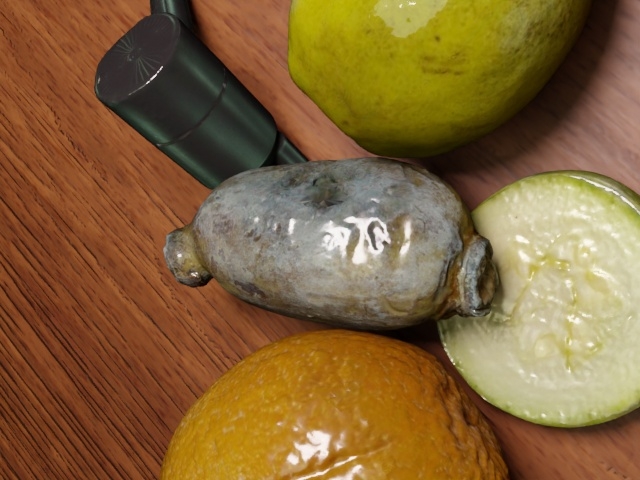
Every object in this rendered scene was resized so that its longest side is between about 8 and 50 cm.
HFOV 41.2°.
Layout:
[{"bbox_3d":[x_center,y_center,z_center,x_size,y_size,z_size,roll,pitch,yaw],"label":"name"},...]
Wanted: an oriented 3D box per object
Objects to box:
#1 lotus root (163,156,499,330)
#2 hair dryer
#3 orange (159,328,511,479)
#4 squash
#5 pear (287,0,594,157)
[{"bbox_3d":[0.000,-0.002,0.851,0.350,0.175,0.175,4,96,19],"label":"lotus root"},{"bbox_3d":[-0.134,-0.193,0.980,0.116,0.244,0.302,-28,48,18],"label":"hair dryer"},{"bbox_3d":[0.004,0.257,0.833,0.357,0.322,0.322,-37,77,28],"label":"orange"},{"bbox_3d":[0.231,0.057,0.841,0.252,0.049,0.252,3,95,29],"label":"squash"},{"bbox_3d":[0.113,-0.217,0.770,0.307,0.253,0.253,-37,77,10],"label":"pear"}]
